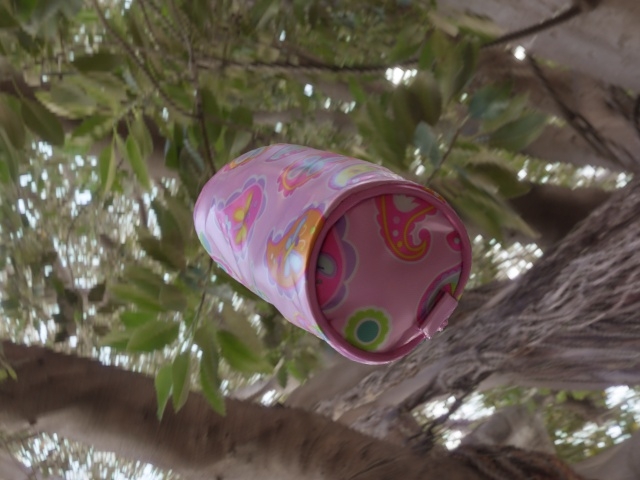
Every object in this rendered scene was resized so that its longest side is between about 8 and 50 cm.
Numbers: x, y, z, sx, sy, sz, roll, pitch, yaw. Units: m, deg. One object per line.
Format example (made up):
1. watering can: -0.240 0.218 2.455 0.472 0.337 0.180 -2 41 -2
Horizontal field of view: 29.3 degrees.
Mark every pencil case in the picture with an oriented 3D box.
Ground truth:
1. pencil case: 0.000 0.000 0.866 0.124 0.284 0.124 -3 -82 -19
